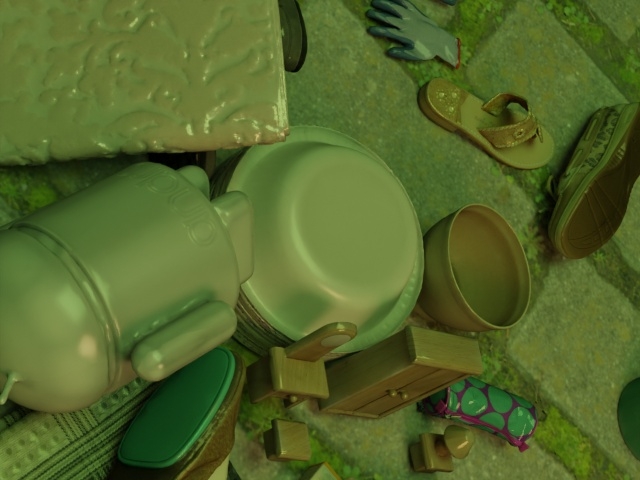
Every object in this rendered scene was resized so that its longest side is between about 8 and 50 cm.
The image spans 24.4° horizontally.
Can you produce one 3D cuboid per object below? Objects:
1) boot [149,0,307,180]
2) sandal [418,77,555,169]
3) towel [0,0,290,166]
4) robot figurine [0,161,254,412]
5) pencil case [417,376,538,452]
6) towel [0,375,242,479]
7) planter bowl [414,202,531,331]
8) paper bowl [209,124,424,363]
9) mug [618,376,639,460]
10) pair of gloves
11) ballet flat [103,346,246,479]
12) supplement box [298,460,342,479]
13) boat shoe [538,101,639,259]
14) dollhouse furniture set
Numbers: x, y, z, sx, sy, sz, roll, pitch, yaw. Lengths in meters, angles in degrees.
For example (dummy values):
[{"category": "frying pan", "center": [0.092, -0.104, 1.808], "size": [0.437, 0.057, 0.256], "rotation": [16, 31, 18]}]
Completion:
[{"category": "boot", "center": [-0.106, -0.220, 1.788], "size": [0.223, 0.118, 0.338], "rotation": [2, 77, -39]}, {"category": "sandal", "center": [0.251, -0.166, 2.027], "size": [0.240, 0.079, 0.088], "rotation": [21, 64, -27]}, {"category": "towel", "center": [-0.210, -0.242, 1.658], "size": [0.332, 0.053, 0.317], "rotation": [-5, 74, 2]}, {"category": "robot figurine", "center": [-0.227, 0.047, 1.537], "size": [0.353, 0.300, 0.199], "rotation": [-32, 133, -36]}, {"category": "pencil case", "center": [0.202, 0.213, 1.875], "size": [0.152, 0.064, 0.070], "rotation": [22, 47, -26]}, {"category": "towel", "center": [-0.225, 0.299, 1.575], "size": [0.324, 0.056, 0.312], "rotation": [-35, 98, -39]}, {"category": "planter bowl", "center": [0.175, 0.046, 1.877], "size": [0.162, 0.109, 0.162], "rotation": [20, 60, -40]}, {"category": "paper bowl", "center": [0.000, 0.000, 1.761], "size": [0.284, 0.148, 0.284], "rotation": [11, 70, -32]}, {"category": "mug", "center": [0.496, 0.254, 2.040], "size": [0.129, 0.097, 0.157], "rotation": [-31, 92, -37]}, {"category": "pair of gloves", "center": [0.135, -0.331, 2.042], "size": [0.159, 0.023, 0.198], "rotation": [18, 66, -30]}, {"category": "ballet flat", "center": [-0.167, 0.269, 1.534], "size": [0.342, 0.116, 0.124], "rotation": [-57, 131, -33]}, {"category": "supplement box", "center": [-0.011, 0.312, 1.715], "size": [0.062, 0.036, 0.098], "rotation": [51, 52, -9]}, {"category": "boat shoe", "center": [0.386, -0.085, 2.099], "size": [0.285, 0.089, 0.104], "rotation": [-52, 131, -32]}, {"category": "dollhouse furniture set", "center": [0.099, 0.291, 1.662], "size": [0.303, 0.174, 0.355], "rotation": [14, 56, -40]}]
